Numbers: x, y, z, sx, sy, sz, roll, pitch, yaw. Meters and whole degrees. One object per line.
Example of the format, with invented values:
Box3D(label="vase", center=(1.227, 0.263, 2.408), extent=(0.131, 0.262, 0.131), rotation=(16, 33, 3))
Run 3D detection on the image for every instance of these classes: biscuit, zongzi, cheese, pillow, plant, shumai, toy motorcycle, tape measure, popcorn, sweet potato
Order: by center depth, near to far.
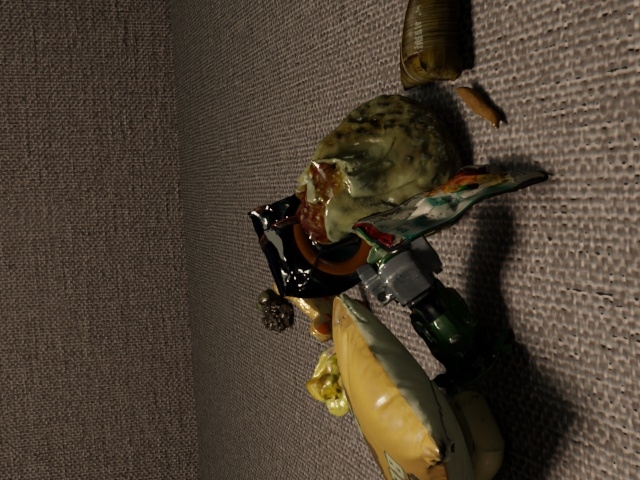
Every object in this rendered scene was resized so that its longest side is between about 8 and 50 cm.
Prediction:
Box3D(label="toy motorcycle", center=(0.157, 0.099, 1.165), extent=(0.274, 0.125, 0.187), rotation=(48, -173, -30))
Box3D(label="pillow", center=(0.119, 0.258, 1.172), extent=(0.312, 0.119, 0.310), rotation=(54, 167, 48))
Box3D(label="sweet potato", center=(0.223, -0.185, 1.182), extent=(0.115, 0.026, 0.026), rotation=(-125, 36, -47))
Box3D(label="shumai", center=(0.071, -0.098, 1.274), extent=(0.256, 0.218, 0.189), rotation=(37, 137, 36))
Box3D(label="zongzi", center=(0.156, -0.324, 1.277), extent=(0.184, 0.084, 0.187), rotation=(-163, 77, -80))
Box3D(label="cheese", center=(0.208, 0.340, 1.289), extent=(0.251, 0.054, 0.127), rotation=(104, 157, -43))
Box3D(label="tape measure", center=(0.000, 0.000, 1.548), extent=(0.202, 0.223, 0.135), rotation=(68, 156, 8))
Box3D(label="biscuit", center=(0.029, 0.137, 1.604), extent=(0.234, 0.153, 0.030), rotation=(49, 133, 19))
Box3D(label="popcorn", center=(0.043, 0.267, 1.636), extent=(0.125, 0.126, 0.145), rotation=(-51, 19, 28))
Box3D(label="plant", center=(-0.120, 0.171, 2.149), extent=(0.085, 0.087, 0.174), rotation=(-53, 26, 7))

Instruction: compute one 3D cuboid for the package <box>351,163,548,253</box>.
Box3D(label="package", center=(0.161, -0.052, 1.099), extent=(0.166, 0.232, 0.040), rotation=(-144, 33, -71))
